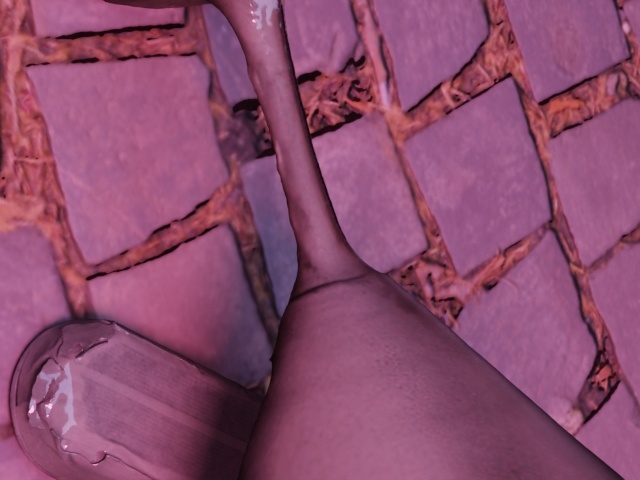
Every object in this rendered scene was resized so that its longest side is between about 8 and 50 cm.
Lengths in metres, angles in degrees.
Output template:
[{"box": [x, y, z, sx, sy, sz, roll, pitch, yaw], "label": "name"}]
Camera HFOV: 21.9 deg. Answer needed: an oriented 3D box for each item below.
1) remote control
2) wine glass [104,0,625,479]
[{"box": [-0.084, 0.128, 1.039, 0.247, 0.052, 0.104, 30, 63, -35], "label": "remote control"}, {"box": [0.000, 0.000, 0.962, 0.267, 0.267, 0.406, -5, 74, -42], "label": "wine glass"}]
